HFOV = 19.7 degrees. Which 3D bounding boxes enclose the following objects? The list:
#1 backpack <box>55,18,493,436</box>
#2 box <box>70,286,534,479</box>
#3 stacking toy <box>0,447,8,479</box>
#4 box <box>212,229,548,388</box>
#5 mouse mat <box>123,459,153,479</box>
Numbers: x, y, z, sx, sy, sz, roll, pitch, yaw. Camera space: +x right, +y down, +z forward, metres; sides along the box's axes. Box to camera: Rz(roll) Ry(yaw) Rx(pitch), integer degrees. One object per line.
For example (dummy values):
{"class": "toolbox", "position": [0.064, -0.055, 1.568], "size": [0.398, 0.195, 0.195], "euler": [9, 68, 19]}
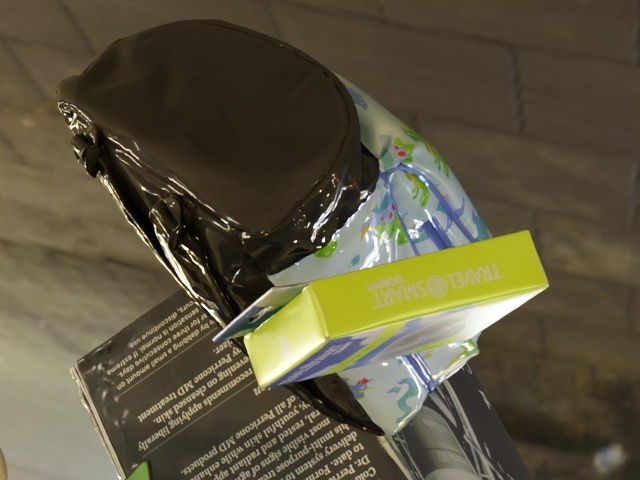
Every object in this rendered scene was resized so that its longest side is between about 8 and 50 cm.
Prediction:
{"class": "backpack", "position": [0.000, 0.000, 1.424], "size": [0.290, 0.273, 0.355], "euler": [33, 154, 45]}
{"class": "box", "position": [0.037, 0.297, 2.052], "size": [0.297, 0.472, 0.480], "euler": [-34, 154, 15]}
{"class": "stacking toy", "position": [-0.467, 0.240, 1.716], "size": [0.330, 0.141, 0.141], "euler": [8, 168, -23]}
{"class": "box", "position": [0.036, 0.044, 1.116], "size": [0.178, 0.042, 0.109], "euler": [-12, 165, -27]}
{"class": "mouse mat", "position": [-0.217, 0.305, 1.729], "size": [0.007, 0.190, 0.152], "euler": [37, -164, -24]}
